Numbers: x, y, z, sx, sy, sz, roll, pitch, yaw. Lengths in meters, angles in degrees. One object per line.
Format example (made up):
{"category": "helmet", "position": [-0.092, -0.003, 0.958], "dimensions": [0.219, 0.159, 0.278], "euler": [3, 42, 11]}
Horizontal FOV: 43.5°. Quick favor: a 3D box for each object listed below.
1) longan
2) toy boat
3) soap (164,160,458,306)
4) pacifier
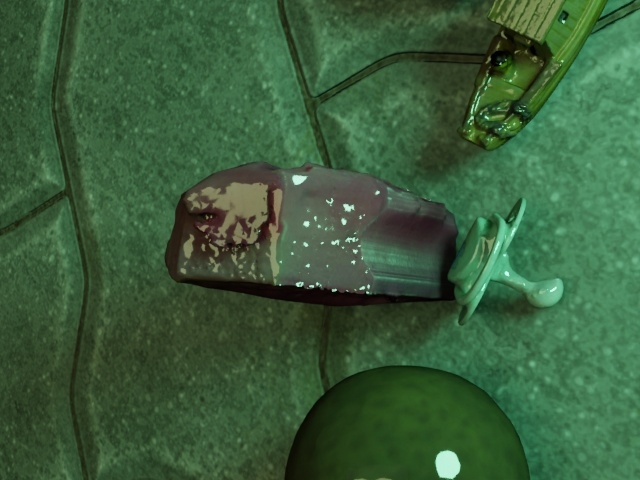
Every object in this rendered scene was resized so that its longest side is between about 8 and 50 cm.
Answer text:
{"category": "longan", "position": [0.088, 0.254, 0.807], "dimensions": [0.258, 0.258, 0.258], "euler": [-3, 84, 35]}
{"category": "toy boat", "position": [0.236, -0.242, 0.825], "dimensions": [0.089, 0.121, 0.321], "euler": [34, 105, 26]}
{"category": "soap", "position": [0.000, 0.000, 0.845], "dimensions": [0.220, 0.325, 0.127], "euler": [-1, 81, 33]}
{"category": "pacifier", "position": [0.200, 0.034, 0.842], "dimensions": [0.116, 0.127, 0.150], "euler": [28, 96, 9]}
